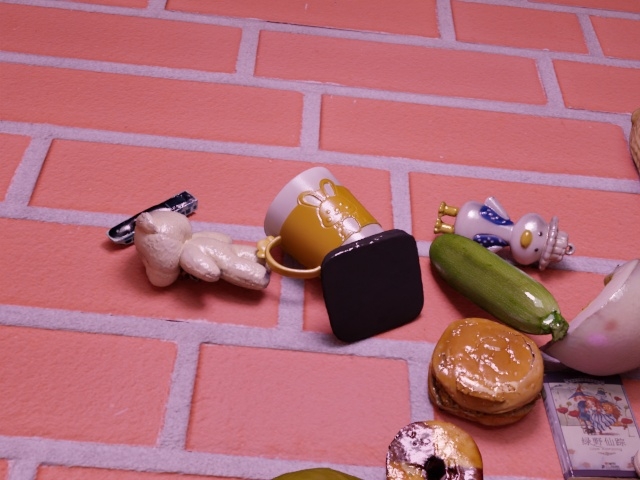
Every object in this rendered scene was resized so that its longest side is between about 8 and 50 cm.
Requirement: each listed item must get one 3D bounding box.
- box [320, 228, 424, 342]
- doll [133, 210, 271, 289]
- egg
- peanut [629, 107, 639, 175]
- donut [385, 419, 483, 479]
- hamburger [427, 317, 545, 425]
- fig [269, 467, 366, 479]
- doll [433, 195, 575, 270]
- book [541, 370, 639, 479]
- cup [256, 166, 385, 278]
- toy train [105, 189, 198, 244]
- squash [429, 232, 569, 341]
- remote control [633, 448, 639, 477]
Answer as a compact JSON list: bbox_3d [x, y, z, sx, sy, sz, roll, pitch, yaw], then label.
[{"bbox_3d":[0.098,0.086,1.766,0.213,0.201,0.042,-20,27,-24],"label":"box"},{"bbox_3d":[-0.231,0.038,1.833,0.278,0.175,0.149,17,80,-2],"label":"doll"},{"bbox_3d":[0.564,0.162,1.749,0.162,0.206,0.271,47,53,5],"label":"egg"},{"bbox_3d":[0.815,-0.213,2.228,0.152,0.152,0.313,4,39,-5],"label":"peanut"},{"bbox_3d":[0.182,0.385,1.530,0.166,0.073,0.184,-1,44,-11],"label":"donut"},{"bbox_3d":[0.299,0.236,1.694,0.214,0.108,0.213,1,41,-1],"label":"hamburger"},{"bbox_3d":[0.000,0.463,1.254,0.344,0.343,0.343,4,42,-4],"label":"fig"},{"bbox_3d":[0.386,-0.014,1.968,0.293,0.119,0.138,15,86,9],"label":"doll"},{"bbox_3d":[0.487,0.327,1.676,0.158,0.026,0.231,3,43,-6],"label":"book"},{"bbox_3d":[0.000,0.000,1.857,0.241,0.185,0.226,-35,63,-26],"label":"cup"},{"bbox_3d":[-0.346,-0.042,1.937,0.208,0.047,0.043,-30,53,-33],"label":"toy train"},{"bbox_3d":[0.326,0.080,1.809,0.107,0.107,0.395,-17,32,-25],"label":"squash"},{"bbox_3d":[0.627,0.372,1.619,0.222,0.042,0.078,-8,45,-30],"label":"remote control"}]
